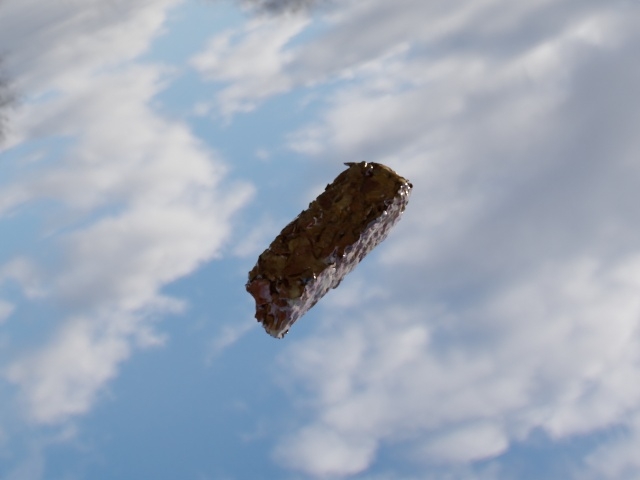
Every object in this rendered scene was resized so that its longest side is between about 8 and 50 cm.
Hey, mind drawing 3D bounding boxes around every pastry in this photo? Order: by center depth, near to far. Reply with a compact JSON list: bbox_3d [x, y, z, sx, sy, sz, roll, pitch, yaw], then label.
[{"bbox_3d":[-0.001,0.002,0.895,0.169,0.063,0.087,-43,167,-34],"label":"pastry"}]
